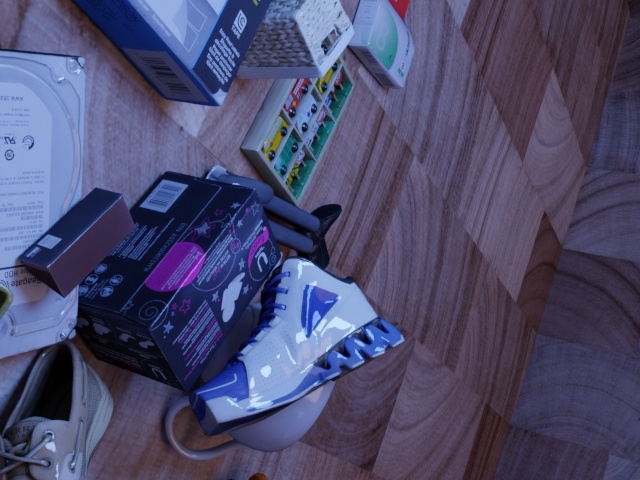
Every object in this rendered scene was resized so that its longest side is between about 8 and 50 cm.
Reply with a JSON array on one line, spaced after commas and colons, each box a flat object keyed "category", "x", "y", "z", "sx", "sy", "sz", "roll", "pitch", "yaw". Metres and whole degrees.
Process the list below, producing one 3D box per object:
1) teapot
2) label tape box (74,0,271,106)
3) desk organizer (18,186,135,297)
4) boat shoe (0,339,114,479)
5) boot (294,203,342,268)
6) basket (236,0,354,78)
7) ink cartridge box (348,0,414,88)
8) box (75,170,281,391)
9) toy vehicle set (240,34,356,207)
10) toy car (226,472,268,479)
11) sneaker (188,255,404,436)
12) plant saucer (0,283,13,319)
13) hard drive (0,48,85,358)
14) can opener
[{"category": "teapot", "x": -0.104, "y": 0.193, "z": 1.284, "sx": 0.187, "sy": 0.252, "sz": 0.256, "roll": 30, "pitch": 46, "yaw": -21}, {"category": "label tape box", "x": -0.158, "y": -0.381, "z": 1.071, "sx": 0.240, "sy": 0.106, "sz": 0.333, "roll": 48, "pitch": 60, "yaw": -54}, {"category": "desk organizer", "x": -0.272, "y": 0.001, "z": 0.947, "sx": 0.130, "sy": 0.047, "sz": 0.050, "roll": -52, "pitch": 143, "yaw": -36}, {"category": "boat shoe", "x": -0.320, "y": 0.247, "z": 0.921, "sx": 0.341, "sy": 0.122, "sz": 0.110, "roll": -96, "pitch": 171, "yaw": -59}, {"category": "boot", "x": 0.001, "y": 0.000, "z": 1.522, "sx": 0.121, "sy": 0.045, "sz": 0.099, "roll": -39, "pitch": 130, "yaw": -38}, {"category": "basket", "x": -0.055, "y": -0.309, "z": 1.212, "sx": 0.113, "sy": 0.167, "sz": 0.103, "roll": -58, "pitch": 138, "yaw": -30}, {"category": "ink cartridge box", "x": 0.136, "y": -0.430, "z": 1.593, "sx": 0.181, "sy": 0.056, "sz": 0.224, "roll": 32, "pitch": 74, "yaw": -58}, {"category": "box", "x": -0.192, "y": 0.049, "z": 1.105, "sx": 0.247, "sy": 0.163, "sz": 0.142, "roll": -56, "pitch": 145, "yaw": -34}, {"category": "toy vehicle set", "x": -0.031, "y": -0.212, "z": 1.406, "sx": 0.267, "sy": 0.035, "sz": 0.166, "roll": -65, "pitch": 147, "yaw": -20}, {"category": "toy car", "x": -0.132, "y": 0.473, "z": 1.395, "sx": 0.136, "sy": 0.159, "sz": 0.182, "roll": 47, "pitch": 53, "yaw": -13}, {"category": "sneaker", "x": -0.055, "y": 0.129, "z": 1.143, "sx": 0.315, "sy": 0.182, "sz": 0.127, "roll": -22, "pitch": 166, "yaw": -29}, {"category": "plant saucer", "x": -0.419, "y": 0.079, "z": 0.773, "sx": 0.188, "sy": 0.045, "sz": 0.188, "roll": 34, "pitch": 86, "yaw": -29}, {"category": "hard drive", "x": -0.363, "y": -0.036, "z": 0.894, "sx": 0.237, "sy": 0.064, "sz": 0.339, "roll": -11, "pitch": 110, "yaw": -57}, {"category": "can opener", "x": -0.081, "y": -0.041, "z": 1.320, "sx": 0.283, "sy": 0.095, "sz": 0.076, "roll": 25, "pitch": 81, "yaw": -51}]
